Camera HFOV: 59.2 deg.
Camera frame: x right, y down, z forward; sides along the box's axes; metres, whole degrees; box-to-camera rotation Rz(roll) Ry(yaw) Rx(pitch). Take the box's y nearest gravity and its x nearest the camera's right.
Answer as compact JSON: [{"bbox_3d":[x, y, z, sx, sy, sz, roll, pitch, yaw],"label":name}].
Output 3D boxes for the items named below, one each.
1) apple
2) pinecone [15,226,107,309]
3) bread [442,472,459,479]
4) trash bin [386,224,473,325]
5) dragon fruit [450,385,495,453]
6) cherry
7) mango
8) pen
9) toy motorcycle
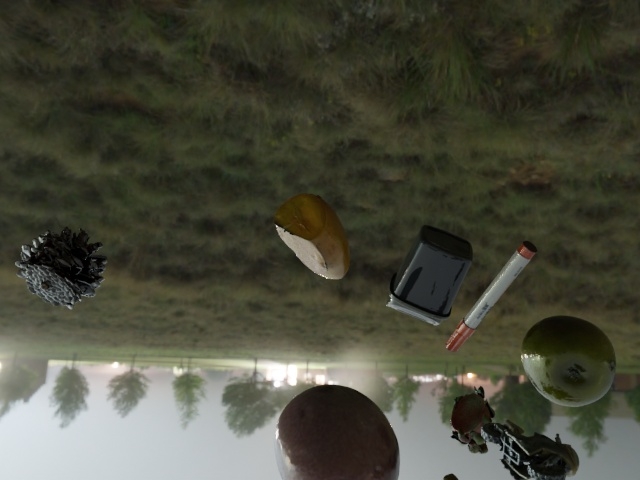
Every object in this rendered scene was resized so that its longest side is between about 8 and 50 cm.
[{"bbox_3d":[0.536,0.260,1.217,0.196,0.197,0.157,-3,-174,16],"label":"apple"},{"bbox_3d":[-0.421,0.040,0.931,0.140,0.121,0.140,17,139,16],"label":"pinecone"},{"bbox_3d":[0.399,0.734,1.697,0.034,0.049,0.088,51,175,-15],"label":"bread"},{"bbox_3d":[0.338,0.117,1.754,0.209,0.291,0.182,22,-151,4],"label":"trash bin"},{"bbox_3d":[0.425,0.514,1.586,0.142,0.175,0.138,-21,-162,2],"label":"dragon fruit"},{"bbox_3d":[0.036,0.363,0.951,0.206,0.239,0.239,-37,171,-12],"label":"cherry"},{"bbox_3d":[0.000,0.000,1.379,0.187,0.138,0.257,44,173,29],"label":"mango"},{"bbox_3d":[0.271,0.097,0.912,0.028,0.028,0.239,9,127,-26],"label":"pen"},{"bbox_3d":[0.447,0.445,1.190,0.129,0.094,0.229,-4,-170,-18],"label":"toy motorcycle"}]
